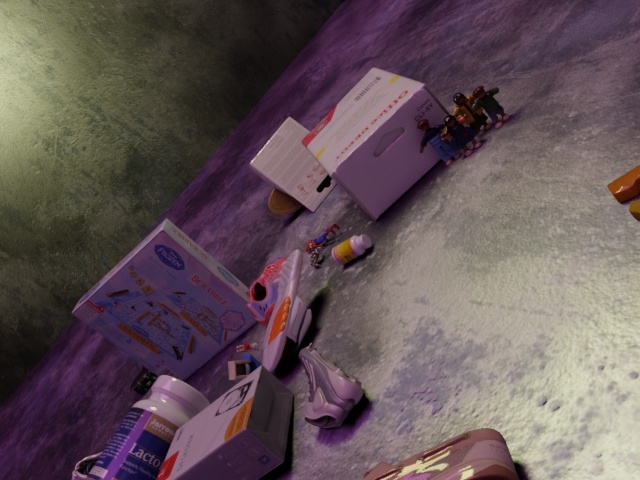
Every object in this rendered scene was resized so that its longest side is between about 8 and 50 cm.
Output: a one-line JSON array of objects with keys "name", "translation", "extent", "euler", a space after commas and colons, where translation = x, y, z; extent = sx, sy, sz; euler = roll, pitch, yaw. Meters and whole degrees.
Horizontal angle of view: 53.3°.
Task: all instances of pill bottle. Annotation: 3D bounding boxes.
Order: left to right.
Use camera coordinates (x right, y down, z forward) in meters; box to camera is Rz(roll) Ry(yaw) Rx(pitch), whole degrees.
[{"name": "pill bottle", "translation": [-0.337, 0.412, 1.261], "extent": [0.153, 0.153, 0.264], "euler": [-18, 36, 50]}, {"name": "pill bottle", "translation": [0.066, 0.017, 1.350], "extent": [0.083, 0.043, 0.043], "euler": [-31, 27, 36]}]

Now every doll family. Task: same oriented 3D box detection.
[{"name": "doll family", "translation": [0.284, -0.242, 1.308], "extent": [0.193, 0.111, 0.076], "euler": [-45, 22, 4]}]

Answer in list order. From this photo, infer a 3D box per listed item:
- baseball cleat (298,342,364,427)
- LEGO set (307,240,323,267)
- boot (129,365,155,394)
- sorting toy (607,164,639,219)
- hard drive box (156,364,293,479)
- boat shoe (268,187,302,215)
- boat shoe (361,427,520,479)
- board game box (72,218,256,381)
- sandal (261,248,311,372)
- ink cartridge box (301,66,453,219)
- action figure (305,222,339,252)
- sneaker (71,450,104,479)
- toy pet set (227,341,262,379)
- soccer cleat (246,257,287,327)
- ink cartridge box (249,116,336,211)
[{"name": "baseball cleat", "translation": [-0.005, 0.243, 1.061], "extent": [0.109, 0.072, 0.206], "euler": [-57, 19, -8]}, {"name": "LEGO set", "translation": [-0.018, 0.032, 1.478], "extent": [0.083, 0.024, 0.054], "euler": [39, 110, 60]}, {"name": "boot", "translation": [-0.486, 0.369, 1.756], "extent": [0.121, 0.045, 0.099], "euler": [-3, 51, 59]}, {"name": "sorting toy", "translation": [0.513, -0.121, 0.780], "extent": [0.307, 0.041, 0.229], "euler": [-36, 24, 24]}, {"name": "hard drive box", "translation": [-0.166, 0.355, 1.108], "extent": [0.232, 0.089, 0.181], "euler": [-40, 15, 17]}, {"name": "boat shoe", "translation": [-0.044, -0.176, 1.832], "extent": [0.277, 0.098, 0.096], "euler": [-48, 1, -10]}, {"name": "boat shoe", "translation": [0.086, 0.313, 0.737], "extent": [0.302, 0.109, 0.098], "euler": [-33, 20, 17]}, {"name": "board game box", "translation": [-0.353, 0.158, 1.505], "extent": [0.318, 0.319, 0.066], "euler": [-39, 23, 16]}, {"name": "sandal", "translation": [-0.051, 0.142, 1.289], "extent": [0.102, 0.076, 0.265], "euler": [-41, 31, 58]}, {"name": "ink cartridge box", "translation": [0.131, -0.244, 1.523], "extent": [0.279, 0.160, 0.384], "euler": [-44, 22, 7]}, {"name": "action figure", "translation": [0.000, 0.000, 1.522], "extent": [0.115, 0.030, 0.038], "euler": [-33, 20, 41]}, {"name": "sneaker", "translation": [-0.530, 0.544, 1.466], "extent": [0.258, 0.091, 0.094], "euler": [-40, 23, 16]}, {"name": "toy pet set", "translation": [-0.135, 0.266, 1.277], "extent": [0.114, 0.065, 0.122], "euler": [-22, 70, 58]}, {"name": "soccer cleat", "translation": [-0.114, 0.101, 1.464], "extent": [0.083, 0.095, 0.248], "euler": [-37, 24, 24]}, {"name": "ink cartridge box", "translation": [-0.056, -0.206, 1.765], "extent": [0.181, 0.225, 0.056], "euler": [-52, -3, -11]}]
